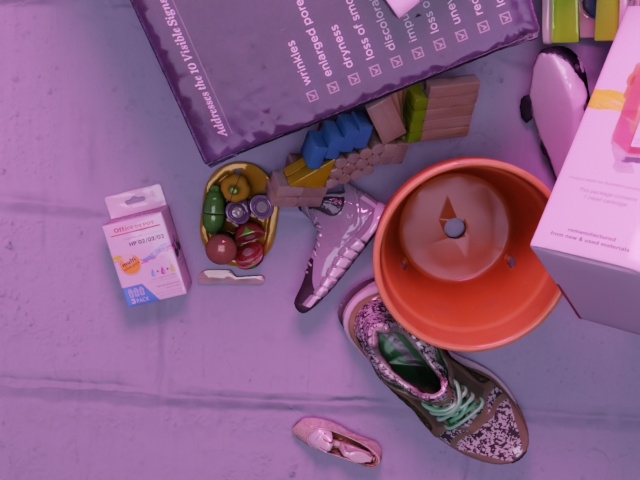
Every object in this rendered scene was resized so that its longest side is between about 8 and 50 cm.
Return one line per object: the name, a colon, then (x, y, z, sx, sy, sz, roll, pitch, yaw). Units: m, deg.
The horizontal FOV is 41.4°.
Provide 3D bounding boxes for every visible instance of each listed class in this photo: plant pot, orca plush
plant pot: (0.223, 0.001, 1.320, 0.290, 0.203, 0.291, 0, 105, 1)
orca plush: (0.413, -0.177, 1.326, 0.102, 0.151, 0.287, -31, 103, -24)

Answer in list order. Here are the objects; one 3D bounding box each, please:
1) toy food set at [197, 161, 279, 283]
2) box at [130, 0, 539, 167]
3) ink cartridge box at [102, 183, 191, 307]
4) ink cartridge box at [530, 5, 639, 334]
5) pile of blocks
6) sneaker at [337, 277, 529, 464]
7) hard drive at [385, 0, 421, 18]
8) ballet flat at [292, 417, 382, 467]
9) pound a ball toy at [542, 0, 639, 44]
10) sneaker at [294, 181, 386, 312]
toy food set: (-0.138, -0.017, 1.390, 0.128, 0.071, 0.218, 8, 105, -1)
box: (-0.024, -0.424, 1.150, 0.471, 0.297, 0.480, -21, 108, 6)
ink cartridge box: (-0.291, 0.008, 1.404, 0.104, 0.061, 0.181, -14, 103, 4)
ink cartridge box: (0.466, -0.088, 1.180, 0.160, 0.279, 0.385, 16, 74, 37)
pile of blocks: (0.064, -0.183, 1.314, 0.362, 0.113, 0.149, -26, 140, 2)
sneaker: (0.190, 0.248, 1.395, 0.410, 0.182, 0.158, 42, 101, -9)
hard drive: (0.164, -0.456, 0.962, 0.353, 0.047, 0.233, -36, 105, 11)
ballet flat: (0.031, 0.356, 1.493, 0.168, 0.052, 0.057, 17, 104, -3)
pound a ball toy: (0.368, -0.457, 1.255, 0.208, 0.135, 0.319, 6, 110, 31)
sneaker: (0.000, 0.000, 1.396, 0.132, 0.086, 0.229, 39, 100, 3)
